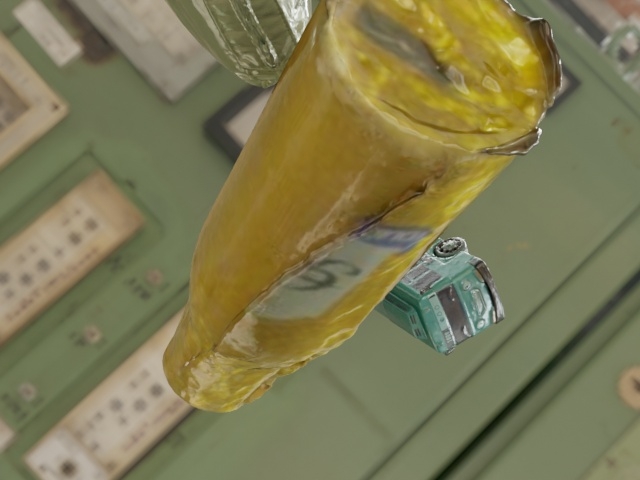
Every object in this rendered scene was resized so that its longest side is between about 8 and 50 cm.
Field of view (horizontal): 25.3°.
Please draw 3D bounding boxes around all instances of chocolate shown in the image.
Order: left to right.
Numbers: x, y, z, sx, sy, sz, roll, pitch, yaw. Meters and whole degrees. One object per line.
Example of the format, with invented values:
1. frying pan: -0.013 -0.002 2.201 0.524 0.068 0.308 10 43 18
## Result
1. chocolate: 0.000 0.000 1.016 0.162 0.162 0.445 45 -40 9

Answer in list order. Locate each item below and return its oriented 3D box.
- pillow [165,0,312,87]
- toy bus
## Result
1. pillow: -0.102 -0.279 0.991 0.322 0.120 0.255 58 11 -55
2. toy bus: 0.095 0.041 1.366 0.160 0.092 0.079 32 -29 53
